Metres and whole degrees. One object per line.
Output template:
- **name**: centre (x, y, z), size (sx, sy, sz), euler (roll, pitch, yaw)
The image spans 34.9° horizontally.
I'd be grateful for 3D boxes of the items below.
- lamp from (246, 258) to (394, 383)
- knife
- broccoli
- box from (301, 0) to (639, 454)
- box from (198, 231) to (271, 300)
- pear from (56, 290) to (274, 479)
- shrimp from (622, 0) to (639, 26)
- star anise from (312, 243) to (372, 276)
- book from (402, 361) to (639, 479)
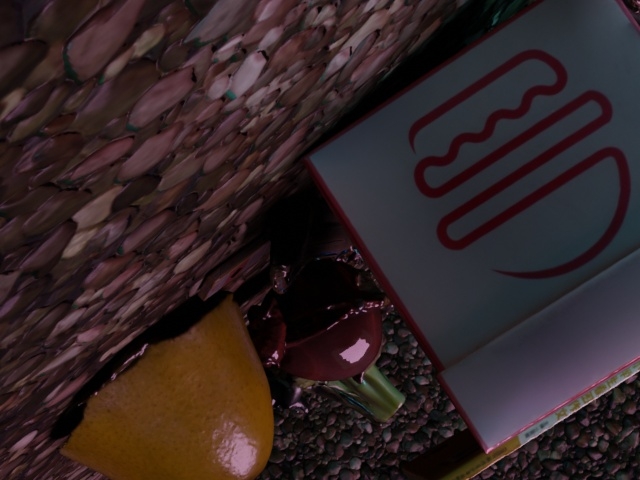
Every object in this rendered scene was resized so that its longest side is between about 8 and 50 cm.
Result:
- **lamp**: centre (-0.021, 0.101, 1.252), size (0.223, 0.151, 0.215), euler (6, 156, -21)
- **knife**: centre (-0.006, -0.002, 1.098), size (0.365, 0.043, 0.089), euler (-16, 126, -79)
- **broccoli**: centre (0.019, 0.204, 1.627), size (0.247, 0.243, 0.263), euler (-53, -175, -34)
- **box**: centre (0.202, -0.022, 0.962), size (0.312, 0.300, 0.314), euler (-33, 173, 6)
- **box**: centre (-0.083, 0.025, 1.004), size (0.083, 0.012, 0.046), euler (-37, 171, -33)
- **pear**: centre (-0.133, 0.190, 1.082), size (0.267, 0.178, 0.267), euler (-45, 176, -4)
- **shrimp**: centre (0.403, -0.314, 1.184), size (0.145, 0.117, 0.343), euler (-66, 167, 2)
- **star anise**: centre (0.044, 0.019, 1.362), size (0.191, 0.070, 0.097), euler (-26, 156, -22)
- **book**: centre (0.221, 0.160, 1.001), size (0.296, 0.020, 0.208), euler (-30, 173, -7)
